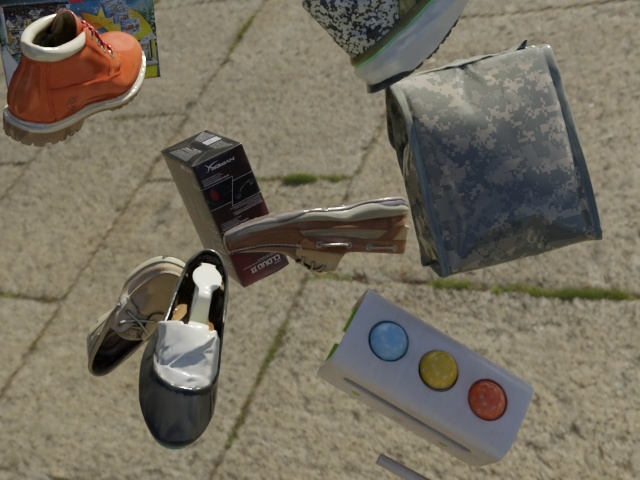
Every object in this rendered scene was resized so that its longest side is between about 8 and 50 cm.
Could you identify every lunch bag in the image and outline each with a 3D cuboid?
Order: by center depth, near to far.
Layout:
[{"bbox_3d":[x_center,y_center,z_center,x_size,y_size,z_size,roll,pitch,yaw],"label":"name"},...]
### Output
[{"bbox_3d":[0.229,-0.116,1.215,0.235,0.286,0.169,-14,7,-3],"label":"lunch bag"}]

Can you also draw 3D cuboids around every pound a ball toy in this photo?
[{"bbox_3d":[0.152,0.234,1.210,0.319,0.135,0.208,31,64,-1],"label":"pound a ball toy"}]

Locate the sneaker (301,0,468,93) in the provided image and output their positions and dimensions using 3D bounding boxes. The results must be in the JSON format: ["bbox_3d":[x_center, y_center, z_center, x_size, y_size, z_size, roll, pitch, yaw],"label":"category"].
[{"bbox_3d":[0.131,-0.380,1.035,0.410,0.182,0.158,-53,21,6],"label":"sneaker"}]

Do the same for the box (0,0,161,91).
[{"bbox_3d":[-0.367,-0.316,1.325,0.233,0.159,0.044,-11,27,-21],"label":"box"}]

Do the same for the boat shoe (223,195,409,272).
[{"bbox_3d":[0.000,0.000,1.483,0.325,0.116,0.123,-8,4,-7],"label":"boat shoe"}]

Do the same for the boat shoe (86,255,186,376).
[{"bbox_3d":[-0.341,0.146,1.623,0.302,0.109,0.098,-43,32,29],"label":"boat shoe"}]

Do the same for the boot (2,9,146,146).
[{"bbox_3d":[-0.177,-0.140,0.663,0.059,0.084,0.158,22,36,8],"label":"boot"}]

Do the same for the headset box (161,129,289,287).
[{"bbox_3d":[-0.183,-0.054,1.721,0.110,0.293,0.218,-28,24,-17],"label":"headset box"}]

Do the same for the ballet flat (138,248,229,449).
[{"bbox_3d":[-0.159,0.112,1.048,0.095,0.096,0.280,12,39,-11],"label":"ballet flat"}]
